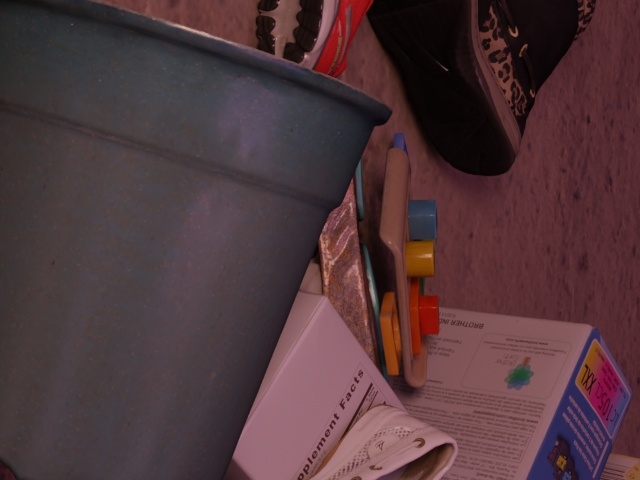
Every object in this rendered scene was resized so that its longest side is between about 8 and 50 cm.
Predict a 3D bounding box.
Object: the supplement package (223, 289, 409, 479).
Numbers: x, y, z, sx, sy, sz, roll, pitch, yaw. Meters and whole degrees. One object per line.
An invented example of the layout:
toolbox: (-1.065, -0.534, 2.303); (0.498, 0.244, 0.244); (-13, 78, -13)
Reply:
supplement package: (-0.039, 0.191, 1.399); (0.175, 0.178, 0.293); (-58, 135, -25)

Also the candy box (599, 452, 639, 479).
candy box: (0.321, 0.429, 1.740); (0.316, 0.088, 0.183); (-56, 135, -29)

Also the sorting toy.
sorting toy: (0.101, 0.027, 1.532); (0.347, 0.047, 0.196); (-81, 163, -54)

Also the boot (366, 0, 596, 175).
boot: (0.187, -0.297, 1.646); (0.284, 0.138, 0.377); (-52, 130, -36)

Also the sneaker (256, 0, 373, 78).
sneaker: (0.016, -0.293, 1.471); (0.118, 0.107, 0.279); (14, 95, -57)

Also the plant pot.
plant pot: (-0.155, 0.010, 1.133); (0.341, 0.341, 0.334); (15, 92, -52)

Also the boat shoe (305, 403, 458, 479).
boat shoe: (0.023, 0.254, 1.271); (0.277, 0.096, 0.098); (-50, 132, -30)

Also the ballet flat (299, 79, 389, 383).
ballet flat: (0.000, 0.000, 1.462); (0.107, 0.106, 0.316); (95, -11, -82)

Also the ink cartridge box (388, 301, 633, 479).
ink cartridge box: (0.126, 0.272, 1.550); (0.151, 0.270, 0.395); (53, 55, -38)
